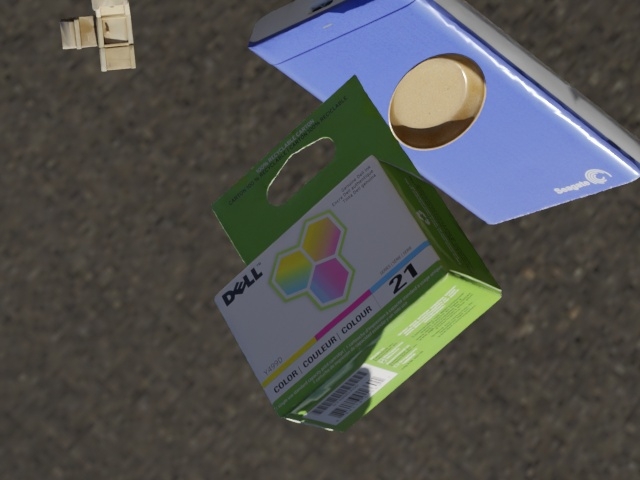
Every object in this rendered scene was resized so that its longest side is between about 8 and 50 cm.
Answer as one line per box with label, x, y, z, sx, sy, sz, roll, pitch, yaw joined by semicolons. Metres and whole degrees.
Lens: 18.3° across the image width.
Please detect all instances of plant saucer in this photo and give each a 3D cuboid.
plant saucer;0.086;-0.108;1.512;0.015;0.083;0.083;-128;25;-49

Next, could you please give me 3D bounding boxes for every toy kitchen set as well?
toy kitchen set;-0.212;-0.197;1.871;0.068;0.075;0.083;-6;103;-3

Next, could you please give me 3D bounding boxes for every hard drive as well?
hard drive;0.117;-0.130;1.820;0.319;0.040;0.210;35;149;-27

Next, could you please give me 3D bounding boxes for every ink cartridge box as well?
ink cartridge box;0.000;0.000;1.639;0.189;0.097;0.255;-42;59;18
